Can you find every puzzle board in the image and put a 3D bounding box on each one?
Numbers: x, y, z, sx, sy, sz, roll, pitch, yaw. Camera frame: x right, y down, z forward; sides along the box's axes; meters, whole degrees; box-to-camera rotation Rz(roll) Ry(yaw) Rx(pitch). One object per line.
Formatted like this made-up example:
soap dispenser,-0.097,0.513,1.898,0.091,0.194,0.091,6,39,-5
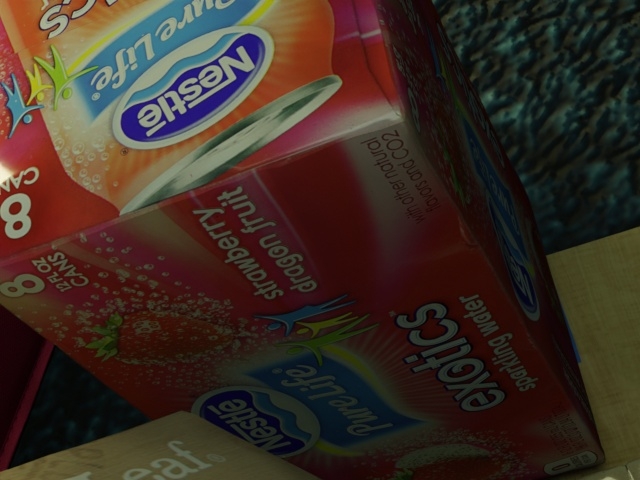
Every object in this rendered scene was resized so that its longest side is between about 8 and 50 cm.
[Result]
puzzle board,0.127,0.055,0.563,0.096,0.011,0.128,-18,56,5

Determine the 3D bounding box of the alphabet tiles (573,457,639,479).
alphabet tiles,0.143,0.167,0.482,0.237,0.009,0.198,-20,60,3

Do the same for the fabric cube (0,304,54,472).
fabric cube,-0.264,-0.045,0.581,0.259,0.258,0.254,5,62,18

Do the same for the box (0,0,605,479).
box,0.000,0.000,0.475,0.128,0.257,0.122,-19,57,13

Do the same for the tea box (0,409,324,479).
tea box,-0.073,0.240,0.241,0.220,0.329,0.323,22,106,26
